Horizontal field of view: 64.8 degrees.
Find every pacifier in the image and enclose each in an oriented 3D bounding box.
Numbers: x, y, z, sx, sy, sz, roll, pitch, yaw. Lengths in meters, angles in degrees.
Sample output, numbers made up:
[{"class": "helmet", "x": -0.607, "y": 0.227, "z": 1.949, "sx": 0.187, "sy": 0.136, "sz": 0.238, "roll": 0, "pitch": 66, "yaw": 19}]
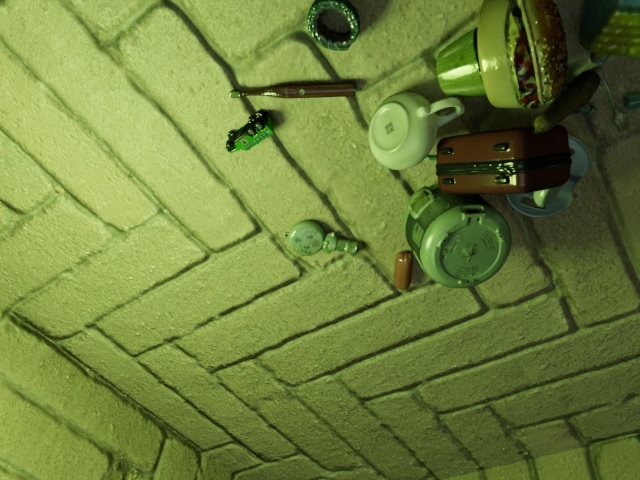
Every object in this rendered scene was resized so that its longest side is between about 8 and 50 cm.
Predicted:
[{"class": "pacifier", "x": 0.628, "y": -0.165, "z": 1.431, "sx": 0.227, "sy": 0.207, "sz": 0.279, "roll": 16, "pitch": 128, "yaw": 8}]

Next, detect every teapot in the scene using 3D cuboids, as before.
[{"class": "teapot", "x": 0.245, "y": -0.303, "z": 1.377, "sx": 0.299, "sy": 0.208, "sz": 0.166, "roll": -20, "pitch": 154, "yaw": 35}]

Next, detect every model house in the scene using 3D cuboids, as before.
[{"class": "model house", "x": 0.739, "y": -0.546, "z": 1.127, "sx": 0.237, "sy": 0.216, "sz": 0.303, "roll": 6, "pitch": 133, "yaw": 2}]

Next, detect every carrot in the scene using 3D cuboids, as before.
[{"class": "carrot", "x": 0.609, "y": -0.340, "z": 1.236, "sx": 0.070, "sy": 0.342, "sz": 0.070, "roll": 30, "pitch": 142, "yaw": 28}]

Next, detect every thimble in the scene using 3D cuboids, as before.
[{"class": "thimble", "x": 0.034, "y": -0.552, "z": 1.270, "sx": 0.135, "sy": 0.090, "sz": 0.118, "roll": 25, "pitch": 127, "yaw": -13}]

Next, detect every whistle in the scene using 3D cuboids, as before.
[{"class": "whistle", "x": 0.000, "y": 0.000, "z": 1.722, "sx": 0.258, "sy": 0.067, "sz": 0.126, "roll": 11, "pitch": 116, "yaw": -7}]

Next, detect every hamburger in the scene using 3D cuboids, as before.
[{"class": "hamburger", "x": 0.477, "y": -0.447, "z": 1.177, "sx": 0.176, "sy": 0.300, "sz": 0.300, "roll": -6, "pitch": 129, "yaw": 32}]

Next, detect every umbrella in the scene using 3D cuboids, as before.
[{"class": "umbrella", "x": 0.664, "y": -0.388, "z": 1.356, "sx": 0.188, "sy": 0.046, "sz": 0.050, "roll": 27, "pitch": 150, "yaw": -16}]

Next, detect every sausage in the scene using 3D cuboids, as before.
[{"class": "sausage", "x": 0.291, "y": 0.105, "z": 1.768, "sx": 0.062, "sy": 0.062, "sz": 0.154, "roll": 2, "pitch": 127, "yaw": 5}]

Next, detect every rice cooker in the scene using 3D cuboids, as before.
[{"class": "rice cooker", "x": 0.399, "y": -0.023, "z": 1.522, "sx": 0.288, "sy": 0.277, "sz": 0.288, "roll": -4, "pitch": 117, "yaw": -7}]

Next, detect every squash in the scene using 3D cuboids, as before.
[{"class": "squash", "x": 0.375, "y": -0.442, "z": 1.282, "sx": 0.122, "sy": 0.170, "sz": 0.170, "roll": -6, "pitch": 129, "yaw": 36}]

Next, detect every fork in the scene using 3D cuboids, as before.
[{"class": "fork", "x": 0.789, "y": -0.376, "z": 1.358, "sx": 0.034, "sy": 0.028, "sz": 0.219, "roll": -25, "pitch": 121, "yaw": 28}]

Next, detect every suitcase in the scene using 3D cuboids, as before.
[{"class": "suitcase", "x": 0.474, "y": -0.210, "z": 1.327, "sx": 0.236, "sy": 0.297, "sz": 0.161, "roll": -12, "pitch": 101, "yaw": -32}]

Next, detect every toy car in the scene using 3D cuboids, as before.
[{"class": "toy car", "x": -0.212, "y": -0.315, "z": 1.499, "sx": 0.165, "sy": 0.071, "sz": 0.062, "roll": -28, "pitch": 134, "yaw": 25}]

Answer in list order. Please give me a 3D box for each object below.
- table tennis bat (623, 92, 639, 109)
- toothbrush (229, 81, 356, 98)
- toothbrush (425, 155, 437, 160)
[{"class": "table tennis bat", "x": 0.928, "y": -0.386, "z": 1.317, "sx": 0.237, "sy": 0.038, "sz": 0.149, "roll": -10, "pitch": 108, "yaw": 19}, {"class": "toothbrush", "x": -0.080, "y": -0.420, "z": 1.419, "sx": 0.363, "sy": 0.041, "sz": 0.041, "roll": 0, "pitch": 128, "yaw": 6}, {"class": "toothbrush", "x": 0.347, "y": -0.247, "z": 1.516, "sx": 0.257, "sy": 0.018, "sz": 0.024, "roll": 1, "pitch": 131, "yaw": 6}]
